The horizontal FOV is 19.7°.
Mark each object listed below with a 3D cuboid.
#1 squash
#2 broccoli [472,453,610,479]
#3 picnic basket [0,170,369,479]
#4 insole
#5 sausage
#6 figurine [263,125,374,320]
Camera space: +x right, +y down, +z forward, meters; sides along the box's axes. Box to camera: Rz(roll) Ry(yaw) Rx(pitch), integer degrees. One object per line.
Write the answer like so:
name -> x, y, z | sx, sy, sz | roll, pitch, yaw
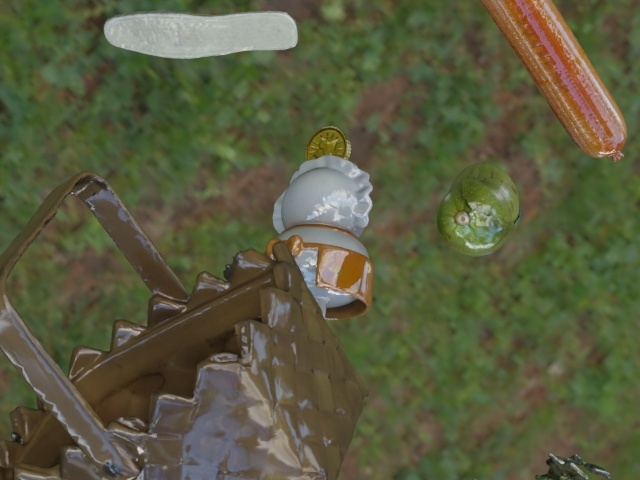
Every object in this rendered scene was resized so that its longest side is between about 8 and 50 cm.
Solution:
squash -> 0.181, -0.035, 2.068 | 0.094, 0.094, 0.341 | -55, 179, 12
broccoli -> 0.211, 0.327, 1.860 | 0.177, 0.199, 0.275 | -60, 180, -23
picnic basket -> -0.145, 0.110, 1.553 | 0.291, 0.254, 0.321 | -29, 105, 25
insole -> -0.117, -0.201, 1.797 | 0.192, 0.010, 0.063 | 0, 140, 10
sausage -> 0.188, -0.184, 1.617 | 0.053, 0.053, 0.348 | -43, 128, -4
figurine -> -0.005, 0.000, 2.104 | 0.143, 0.143, 0.271 | 2, 82, -43
